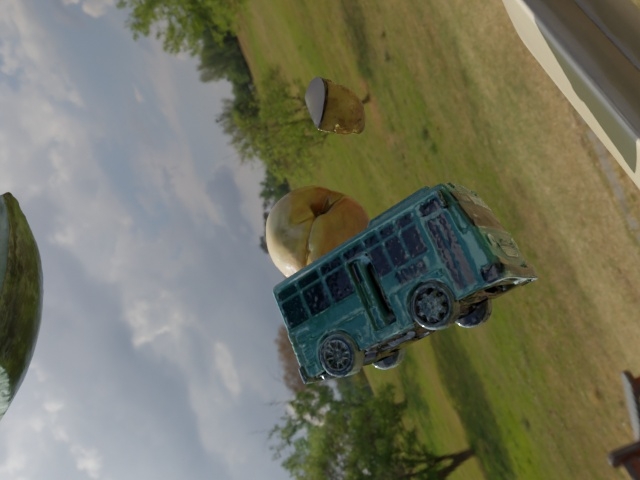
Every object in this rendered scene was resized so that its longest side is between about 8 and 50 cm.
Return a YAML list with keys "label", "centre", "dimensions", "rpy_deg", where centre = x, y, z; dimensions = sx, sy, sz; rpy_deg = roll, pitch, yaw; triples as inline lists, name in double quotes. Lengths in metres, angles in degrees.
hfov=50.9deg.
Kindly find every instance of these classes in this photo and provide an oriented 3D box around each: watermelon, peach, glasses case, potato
- label: "watermelon"
  centre: [-0.423, 0.103, 0.751]
  dimensions: [0.231, 0.310, 0.193]
  rpy_deg: [0, -133, -46]
- label: "peach"
  centre: [0.000, 0.000, 1.107]
  dimensions: [0.184, 0.184, 0.184]
  rpy_deg: [-24, -90, -88]
- label: "glasses case"
  centre: [0.282, -0.171, 0.661]
  dimensions: [0.144, 0.076, 0.337]
  rpy_deg: [38, -155, -50]
- label: "potato"
  centre: [0.037, -0.232, 1.147]
  dimensions: [0.066, 0.103, 0.096]
  rpy_deg: [-57, 40, 41]

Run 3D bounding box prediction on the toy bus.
- label: "toy bus"
  centre: [0.085, 0.047, 0.729]
  dimensions: [0.128, 0.256, 0.147]
  rpy_deg: [6, -124, -57]
